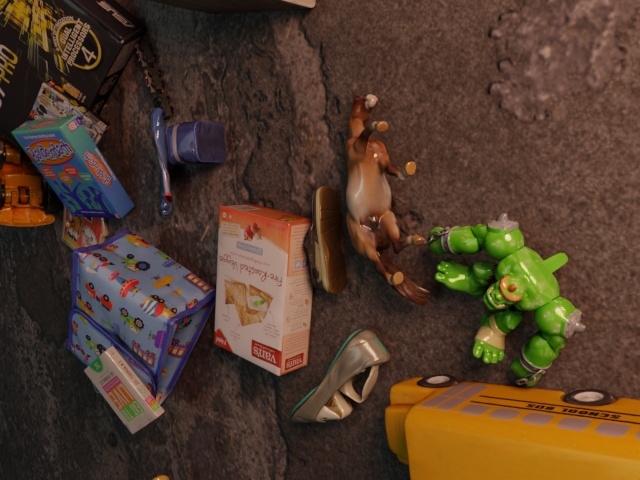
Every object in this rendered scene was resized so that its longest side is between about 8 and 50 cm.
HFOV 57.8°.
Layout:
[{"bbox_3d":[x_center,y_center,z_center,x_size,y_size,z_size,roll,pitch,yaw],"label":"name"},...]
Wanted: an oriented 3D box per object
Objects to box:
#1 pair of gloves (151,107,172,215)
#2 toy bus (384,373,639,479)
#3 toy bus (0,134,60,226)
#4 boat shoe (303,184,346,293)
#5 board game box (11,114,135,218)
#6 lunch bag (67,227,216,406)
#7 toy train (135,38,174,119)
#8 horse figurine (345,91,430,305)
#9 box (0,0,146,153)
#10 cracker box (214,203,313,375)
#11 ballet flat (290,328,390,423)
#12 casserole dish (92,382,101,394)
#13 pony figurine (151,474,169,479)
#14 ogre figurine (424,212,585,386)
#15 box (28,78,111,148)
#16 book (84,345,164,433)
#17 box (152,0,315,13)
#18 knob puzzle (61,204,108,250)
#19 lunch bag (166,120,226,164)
[{"bbox_3d":[-0.269,-0.130,0.985,0.198,0.023,0.159,143,119,-75],"label":"pair of gloves"},{"bbox_3d":[0.208,0.221,0.611,0.333,0.130,0.108,-5,93,42],"label":"toy bus"},{"bbox_3d":[-0.706,-0.165,1.365,0.211,0.150,0.220,32,115,52],"label":"toy bus"},{"bbox_3d":[0.000,0.000,0.810,0.049,0.056,0.152,0,97,36],"label":"boat shoe"},{"bbox_3d":[-0.480,-0.138,1.133,0.160,0.047,0.210,3,132,33],"label":"board game box"},{"bbox_3d":[-0.344,0.166,1.051,0.221,0.138,0.293,32,119,13],"label":"lunch bag"},{"bbox_3d":[-0.302,-0.291,1.051,0.036,0.027,0.158,-30,77,51],"label":"toy train"},{"bbox_3d":[0.071,-0.048,0.707,0.174,0.066,0.263,-142,41,-71],"label":"horse figurine"},{"bbox_3d":[-0.561,-0.363,1.122,0.318,0.097,0.395,41,128,-11],"label":"box"},{"bbox_3d":[-0.088,0.070,0.891,0.156,0.067,0.232,15,107,40],"label":"cracker box"},{"bbox_3d":[0.026,0.212,0.812,0.068,0.072,0.213,46,123,21],"label":"ballet flat"},{"bbox_3d":[-0.461,0.281,1.275,0.188,0.037,0.114,-29,77,41],"label":"casserole dish"},{"bbox_3d":[-0.252,0.666,1.026,0.363,0.303,0.350,47,117,44],"label":"pony figurine"},{"bbox_3d":[0.199,0.052,0.624,0.118,0.097,0.196,129,133,-54],"label":"ogre figurine"},{"bbox_3d":[-0.483,-0.230,1.118,0.137,0.027,0.094,38,128,-12],"label":"box"},{"bbox_3d":[-0.342,0.260,1.015,0.144,0.035,0.096,51,130,0],"label":"book"},{"bbox_3d":[-0.133,-0.394,0.803,0.233,0.149,0.126,16,107,38],"label":"box"},{"bbox_3d":[-0.532,-0.053,1.288,0.213,0.030,0.212,7,101,41],"label":"knob puzzle"},{"bbox_3d":[-0.200,-0.156,0.937,0.065,0.098,0.067,0,95,23],"label":"lunch bag"}]
